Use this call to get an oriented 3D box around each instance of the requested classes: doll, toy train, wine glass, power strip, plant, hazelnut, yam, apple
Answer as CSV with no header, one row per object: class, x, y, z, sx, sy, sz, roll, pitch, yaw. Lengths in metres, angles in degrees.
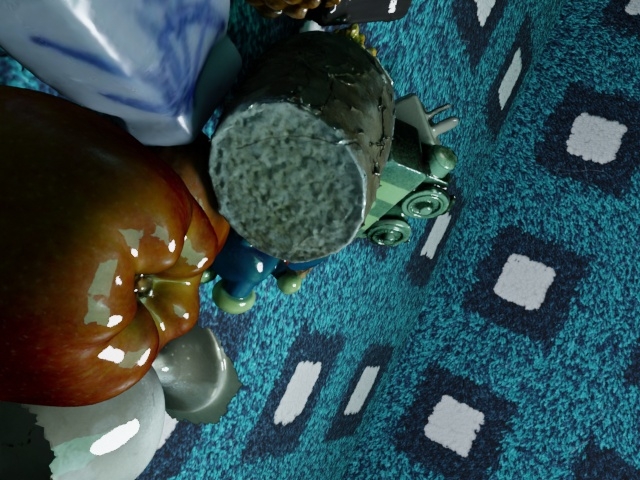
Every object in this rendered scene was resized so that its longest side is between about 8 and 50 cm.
doll,-0.073,-0.022,1.027,0.322,0.198,0.186,-47,176,-41
toy train,0.121,-0.111,1.204,0.299,0.238,0.166,-43,-141,43
wine glass,-0.287,0.212,0.787,0.323,0.238,0.238,-26,135,-61
power strip,0.200,-0.234,1.332,0.140,0.224,0.139,22,49,-65
plant,0.074,-0.447,0.994,0.256,0.164,0.141,-33,141,-32
hazelnut,-0.195,-0.045,0.783,0.181,0.212,0.181,-35,104,-9
yam,-0.014,-0.138,0.806,0.348,0.241,0.241,-74,174,-59
apple,-0.270,0.005,0.557,0.288,0.317,0.288,19,90,-81

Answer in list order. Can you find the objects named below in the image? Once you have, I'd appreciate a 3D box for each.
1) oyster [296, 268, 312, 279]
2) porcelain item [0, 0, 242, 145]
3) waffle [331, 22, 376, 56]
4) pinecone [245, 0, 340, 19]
oyster,0.000,0.000,1.353,0.214,0.083,0.222,-8,126,-59
porcelain item,-0.215,-0.264,0.551,0.242,0.179,0.405,-60,160,-15
waffle,0.039,-0.244,1.029,0.051,0.229,0.231,-17,98,-28
pinecone,-0.051,-0.406,0.693,0.264,0.264,0.264,-45,149,-38
